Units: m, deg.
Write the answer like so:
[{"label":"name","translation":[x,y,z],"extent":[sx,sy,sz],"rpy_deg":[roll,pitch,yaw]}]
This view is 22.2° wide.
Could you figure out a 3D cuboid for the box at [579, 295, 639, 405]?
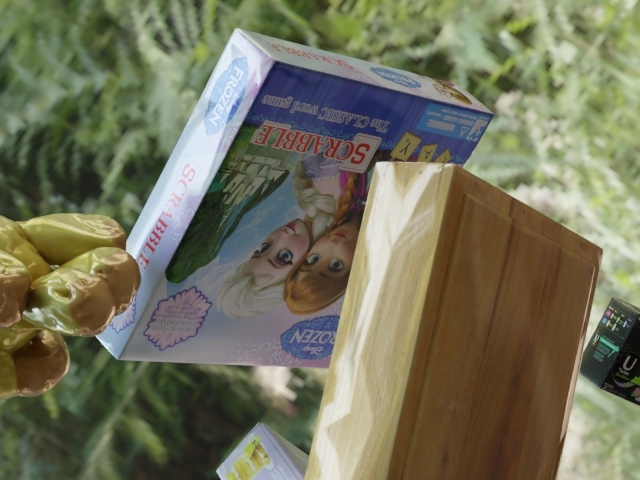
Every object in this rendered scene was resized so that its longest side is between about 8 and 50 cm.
[{"label":"box","translation":[0.297,0.107,1.569],"extent":[0.083,0.062,0.052],"rpy_deg":[-63,28,6]}]

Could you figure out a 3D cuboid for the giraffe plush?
[{"label":"giraffe plush","translation":[-0.271,0.071,1.407],"extent":[0.181,0.210,0.170],"rpy_deg":[-57,-19,-65]}]

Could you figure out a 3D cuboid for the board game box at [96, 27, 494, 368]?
[{"label":"board game box","translation":[-0.023,-0.024,1.547],"extent":[0.319,0.066,0.318],"rpy_deg":[7,-61,-47]}]

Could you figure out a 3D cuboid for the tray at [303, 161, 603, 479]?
[{"label":"tray","translation":[0.079,0.173,1.101],"extent":[0.076,0.203,0.411],"rpy_deg":[5,77,41]}]

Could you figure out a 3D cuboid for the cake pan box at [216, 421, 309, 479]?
[{"label":"cake pan box","translation":[0.056,0.292,1.388],"extent":[0.070,0.267,0.246],"rpy_deg":[-47,35,4]}]
